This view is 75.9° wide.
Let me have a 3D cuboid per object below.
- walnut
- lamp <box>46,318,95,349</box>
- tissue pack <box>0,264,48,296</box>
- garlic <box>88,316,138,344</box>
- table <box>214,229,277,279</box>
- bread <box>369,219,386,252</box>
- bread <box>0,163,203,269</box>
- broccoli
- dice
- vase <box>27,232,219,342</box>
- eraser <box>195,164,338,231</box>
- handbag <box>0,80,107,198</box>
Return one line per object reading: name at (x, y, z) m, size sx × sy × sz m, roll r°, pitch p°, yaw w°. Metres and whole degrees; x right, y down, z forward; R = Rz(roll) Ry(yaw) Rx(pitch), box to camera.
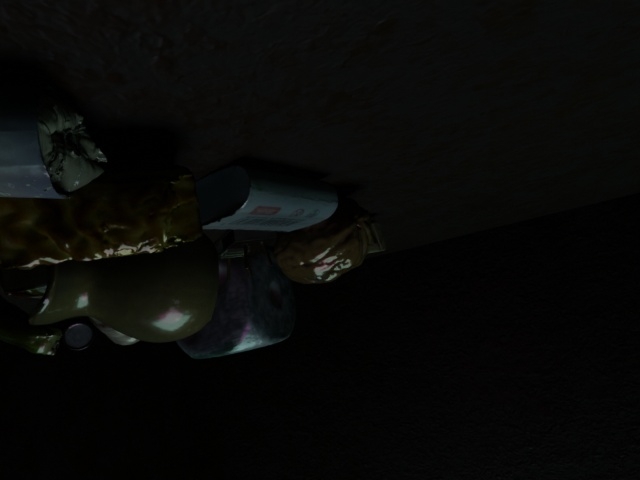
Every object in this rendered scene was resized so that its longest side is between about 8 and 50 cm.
walnut at (0.000, 0.000, 0.909) m, size 0.245 × 0.198 × 0.198 m, roll -20°, pitch 168°, yaw 41°
lamp at (-0.713, 0.164, 0.932) m, size 0.371 × 0.130 × 0.108 m, roll 11°, pitch 175°, yaw -27°
tissue pack at (-0.562, 0.064, 0.846) m, size 0.106 × 0.099 × 0.148 m, roll -11°, pitch 171°, yaw -12°
garlic at (-0.486, 0.116, 1.054) m, size 0.253 × 0.245 × 0.245 m, roll -40°, pitch 177°, yaw -12°
table at (-0.206, 0.037, 1.130) m, size 0.122 × 0.111 × 0.240 m, roll -6°, pitch 170°, yaw -27°
bread at (0.074, -0.004, 1.259) m, size 0.210 × 0.109 × 0.192 m, roll -7°, pitch 176°, yaw -28°
bread at (-0.263, -0.036, 0.485) m, size 0.222 × 0.096 × 0.181 m, roll -10°, pitch -166°, yaw -24°
broccoli at (-0.606, 0.126, 0.711) m, size 0.304 × 0.145 × 0.165 m, roll 24°, pitch 155°, yaw -10°
dice at (-0.307, 0.216, 1.434) m, size 0.348 × 0.330 × 0.328 m, roll -14°, pitch 171°, yaw 22°
vase at (-0.384, 0.076, 0.831) m, size 0.302 × 0.240 × 0.329 m, roll 5°, pitch 178°, yaw -28°
eraser at (-0.102, -0.063, 0.716) m, size 0.174 × 0.081 × 0.227 m, roll -13°, pitch 173°, yaw 36°
handbag at (-0.281, -0.081, 0.341) m, size 0.173 × 0.095 × 0.117 m, roll -3°, pitch -175°, yaw -18°
